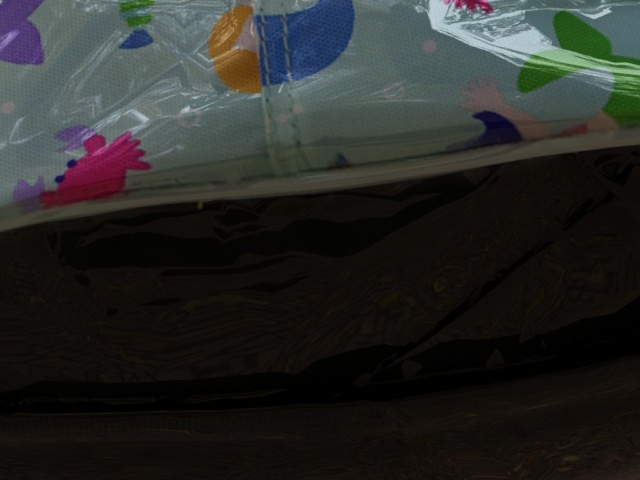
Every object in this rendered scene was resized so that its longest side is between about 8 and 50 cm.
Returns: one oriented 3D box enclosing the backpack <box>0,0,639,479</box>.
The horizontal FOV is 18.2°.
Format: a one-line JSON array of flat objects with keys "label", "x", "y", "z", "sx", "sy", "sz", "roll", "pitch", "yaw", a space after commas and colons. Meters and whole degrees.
[{"label": "backpack", "x": 0.000, "y": 0.000, "z": 0.444, "sx": 0.253, "sy": 0.191, "sz": 0.225, "roll": -13, "pitch": -34, "yaw": -2}]
